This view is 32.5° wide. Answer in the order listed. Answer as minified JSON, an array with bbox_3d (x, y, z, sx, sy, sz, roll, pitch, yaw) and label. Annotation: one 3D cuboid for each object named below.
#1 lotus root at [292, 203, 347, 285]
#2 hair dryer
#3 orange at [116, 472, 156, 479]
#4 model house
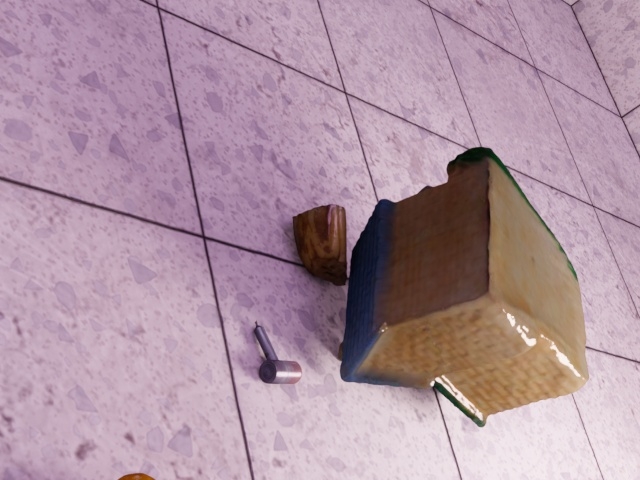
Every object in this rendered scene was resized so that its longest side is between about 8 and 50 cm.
[{"bbox_3d":[0.003,0.003,1.913,0.159,0.095,0.135,77,8,-66],"label":"lotus root"},{"bbox_3d":[-0.076,0.171,1.702,0.063,0.037,0.114,9,46,-50],"label":"hair dryer"},{"bbox_3d":[-0.223,0.324,1.326,0.083,0.083,0.070,51,18,-5],"label":"orange"},{"bbox_3d":[0.222,0.112,1.863,0.382,0.343,0.334,44,36,-36],"label":"model house"}]
